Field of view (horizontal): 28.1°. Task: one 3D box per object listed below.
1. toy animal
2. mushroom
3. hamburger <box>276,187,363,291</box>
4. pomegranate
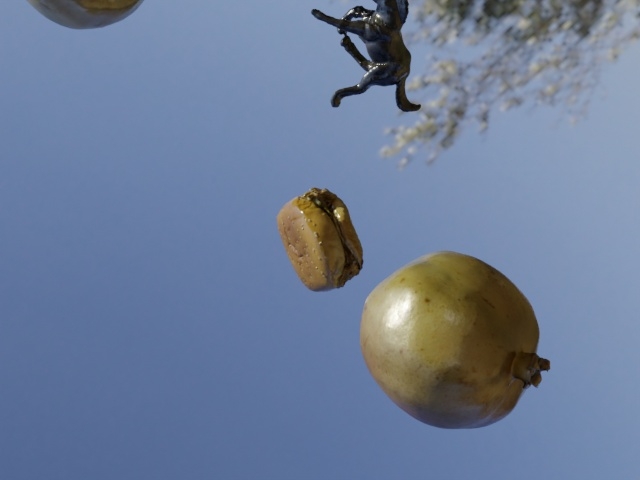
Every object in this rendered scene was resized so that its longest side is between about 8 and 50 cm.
[{"bbox_3d":[0.078,-0.294,1.909,0.084,0.148,0.232,-39,-59,-50],"label":"toy animal"},{"bbox_3d":[-0.409,-0.534,2.379,0.314,0.314,0.336,22,177,-43],"label":"mushroom"},{"bbox_3d":[0.000,0.000,1.822,0.083,0.138,0.147,-23,-90,-28],"label":"hamburger"},{"bbox_3d":[0.225,0.171,2.104,0.319,0.319,0.319,37,-153,-23],"label":"pomegranate"}]
